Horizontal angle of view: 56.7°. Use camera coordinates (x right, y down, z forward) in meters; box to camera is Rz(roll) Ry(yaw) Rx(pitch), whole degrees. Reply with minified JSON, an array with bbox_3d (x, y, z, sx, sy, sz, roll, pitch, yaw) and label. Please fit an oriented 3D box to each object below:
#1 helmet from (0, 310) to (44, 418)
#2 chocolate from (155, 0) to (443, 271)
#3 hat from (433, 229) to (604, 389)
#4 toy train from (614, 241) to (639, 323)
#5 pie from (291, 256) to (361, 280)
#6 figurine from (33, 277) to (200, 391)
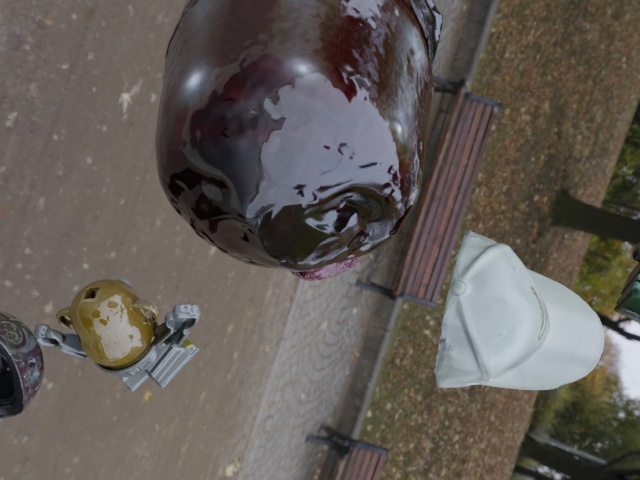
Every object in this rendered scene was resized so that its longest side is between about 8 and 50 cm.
[{"bbox_3d":[-0.466,0.166,0.854,0.107,0.177,0.153,-53,152,-63],"label":"helmet"},{"bbox_3d":[-0.016,-0.133,0.723,0.383,0.384,0.331,88,-4,-48],"label":"chocolate"},{"bbox_3d":[0.324,0.130,0.949,0.168,0.302,0.257,128,-23,-75],"label":"hat"},{"bbox_3d":[0.399,0.062,0.606,0.111,0.171,0.071,-50,158,-30],"label":"toy train"},{"bbox_3d":[0.000,0.000,1.017,0.153,0.154,0.038,-67,154,-14],"label":"pie"},{"bbox_3d":[-0.404,0.190,1.221,0.343,0.167,0.285,-26,141,-3],"label":"figurine"}]
